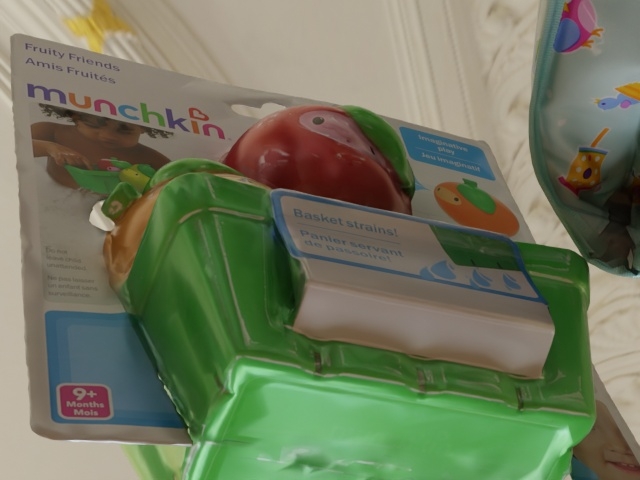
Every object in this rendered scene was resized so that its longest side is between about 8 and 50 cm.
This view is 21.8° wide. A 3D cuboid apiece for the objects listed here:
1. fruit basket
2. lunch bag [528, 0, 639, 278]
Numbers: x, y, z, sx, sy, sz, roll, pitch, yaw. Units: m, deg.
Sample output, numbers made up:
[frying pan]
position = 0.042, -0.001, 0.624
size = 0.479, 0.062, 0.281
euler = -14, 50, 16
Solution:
[fruit basket]
position = 0.000, 0.000, 0.892
size = 0.327, 0.165, 0.353
euler = 12, -142, -20
[lunch bag]
position = 0.198, -0.135, 0.892
size = 0.160, 0.223, 0.262
euler = 10, -57, 10
